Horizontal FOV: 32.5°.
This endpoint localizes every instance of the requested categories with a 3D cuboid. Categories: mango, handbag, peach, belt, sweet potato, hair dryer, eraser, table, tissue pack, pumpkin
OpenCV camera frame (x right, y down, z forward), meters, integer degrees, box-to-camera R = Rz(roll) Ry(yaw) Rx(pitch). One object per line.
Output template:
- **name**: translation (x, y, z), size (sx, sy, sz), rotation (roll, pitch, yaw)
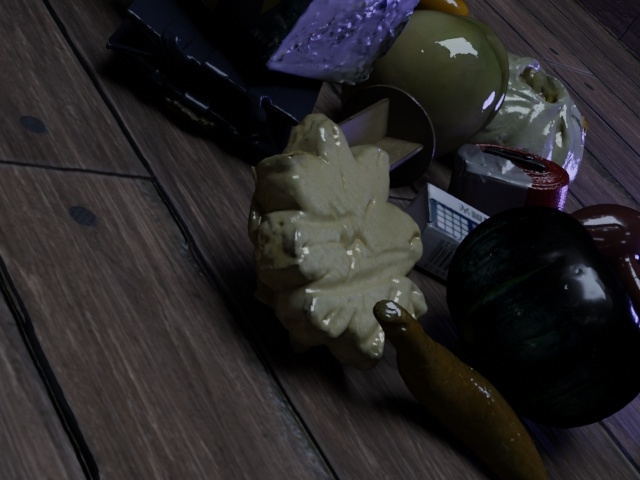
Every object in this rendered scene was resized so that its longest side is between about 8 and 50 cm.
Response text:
- **mango**: translation (0.280, -0.586, 2.696), size (0.184, 0.084, 0.102), rotation (32, 26, 3)
- **handbag**: translation (-0.151, -0.270, 1.654), size (0.303, 0.122, 0.329), rotation (32, 27, -11)
- **peach**: translation (0.172, -0.267, 1.847), size (0.292, 0.247, 0.292), rotation (-11, 25, 5)
- **belt**: translation (0.315, -0.095, 1.847), size (0.201, 0.124, 0.128), rotation (16, 33, 11)
- **sweet potato**: translation (0.161, 0.178, 1.293), size (0.346, 0.079, 0.108), rotation (47, -11, -22)
- **hair dryer**: translation (0.520, 0.081, 1.925), size (0.313, 0.123, 0.340), rotation (0, 54, -34)
- **eraser**: translation (0.258, 0.032, 1.681), size (0.287, 0.086, 0.130), rotation (29, 29, -14)
- **table**: translation (0.052, -0.125, 1.630), size (0.167, 0.167, 0.227), rotation (41, 34, 9)
- **tissue pack**: translation (-0.062, -0.450, 1.631), size (0.416, 0.253, 0.264), rotation (50, 29, 23)
- **pumpkin**: translation (0.286, 0.105, 1.441), size (0.315, 0.238, 0.315), rotation (51, 14, -19)

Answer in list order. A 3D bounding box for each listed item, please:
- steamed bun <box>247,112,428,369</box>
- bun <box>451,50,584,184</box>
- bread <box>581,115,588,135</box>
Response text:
- **steamed bun**: translation (0.000, 0.000, 1.311), size (0.295, 0.137, 0.292), rotation (39, 51, -36)
- **bun**: translation (0.359, -0.246, 2.098), size (0.365, 0.219, 0.365), rotation (31, 26, -17)
- **bread**: translation (0.462, -0.260, 2.319), size (0.229, 0.143, 0.139), rotation (45, 29, 12)
